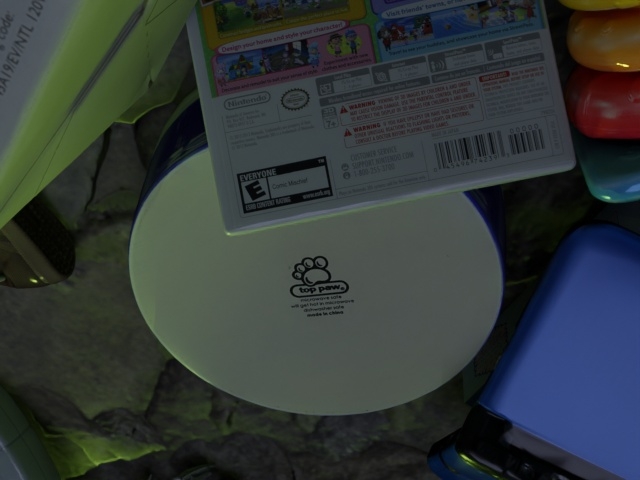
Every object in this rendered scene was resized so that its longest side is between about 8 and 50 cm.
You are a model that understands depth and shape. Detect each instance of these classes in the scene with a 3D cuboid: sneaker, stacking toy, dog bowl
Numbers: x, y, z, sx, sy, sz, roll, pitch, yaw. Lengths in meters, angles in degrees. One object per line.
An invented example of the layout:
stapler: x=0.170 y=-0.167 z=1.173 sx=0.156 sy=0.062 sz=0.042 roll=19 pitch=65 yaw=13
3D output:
sneaker: x=-0.258 y=-0.032 z=0.838 sx=0.071 sy=0.066 sz=0.188 roll=-15 pitch=124 yaw=19
stacking toy: x=0.187 y=-0.188 z=0.633 sx=0.165 sy=0.175 sz=0.302 roll=-18 pitch=110 yaw=13
dog bowl: x=0.000 y=0.000 z=0.810 sx=0.265 sy=0.104 sz=0.265 roll=3 pitch=128 yaw=4

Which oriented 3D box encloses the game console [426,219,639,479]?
game console: x=0.254 y=0.145 z=0.819 sx=0.293 sy=0.173 sz=0.250 roll=26 pitch=165 yaw=4

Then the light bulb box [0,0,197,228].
light bulb box: x=-0.202 y=-0.253 z=0.513 sx=0.361 sy=0.225 sz=0.358 roll=35 pitch=125 yaw=-3

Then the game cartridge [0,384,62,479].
game cartridge: x=-0.317 y=0.272 z=1.032 sx=0.196 sy=0.060 sz=0.294 roll=-13 pitch=102 yaw=20

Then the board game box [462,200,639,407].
board game box: x=0.328 y=0.077 z=0.859 sx=0.318 sy=0.066 sz=0.318 roll=26 pitch=126 yaw=-15

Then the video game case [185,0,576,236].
video game case: x=0.029 y=-0.116 z=0.678 sx=0.212 sy=0.023 sz=0.193 roll=-11 pitch=86 yaw=6

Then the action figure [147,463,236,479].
action figure: x=-0.081 y=0.303 z=1.066 sx=0.285 sy=0.099 sz=0.185 roll=14 pitch=137 yaw=14
